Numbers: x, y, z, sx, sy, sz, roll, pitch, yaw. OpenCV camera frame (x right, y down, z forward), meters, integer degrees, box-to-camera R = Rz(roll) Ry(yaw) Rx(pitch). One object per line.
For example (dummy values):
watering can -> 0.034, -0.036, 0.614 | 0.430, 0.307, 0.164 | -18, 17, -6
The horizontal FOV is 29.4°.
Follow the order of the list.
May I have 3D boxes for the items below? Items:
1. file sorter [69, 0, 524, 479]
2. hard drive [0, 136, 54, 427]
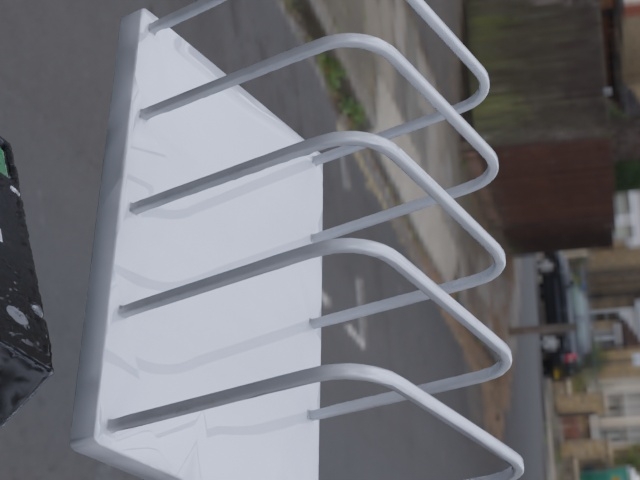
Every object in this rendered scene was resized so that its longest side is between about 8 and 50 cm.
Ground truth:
file sorter -> 0.000, 0.000, 0.700 | 0.193, 0.173, 0.278 | 37, 44, -45
hard drive -> -0.305, -0.040, 0.825 | 0.237, 0.064, 0.339 | 39, 12, -33
